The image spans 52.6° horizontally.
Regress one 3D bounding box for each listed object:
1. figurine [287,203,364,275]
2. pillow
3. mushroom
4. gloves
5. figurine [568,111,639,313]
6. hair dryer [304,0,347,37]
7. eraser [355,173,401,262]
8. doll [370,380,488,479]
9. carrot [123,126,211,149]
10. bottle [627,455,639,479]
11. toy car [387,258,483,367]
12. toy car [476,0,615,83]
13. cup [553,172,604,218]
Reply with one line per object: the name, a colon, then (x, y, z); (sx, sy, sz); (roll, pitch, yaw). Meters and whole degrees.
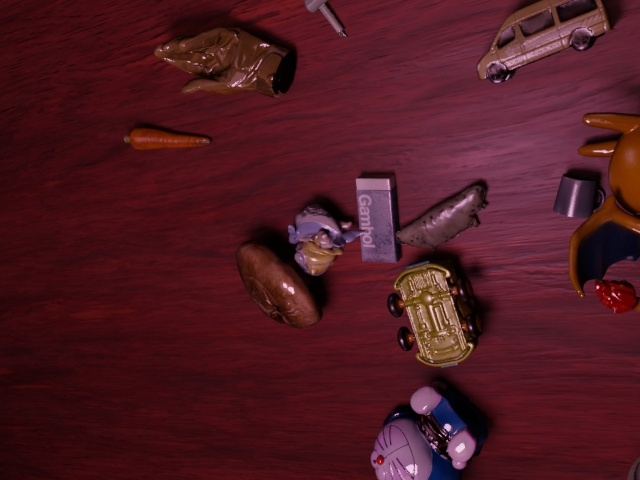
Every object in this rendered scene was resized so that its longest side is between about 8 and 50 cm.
figurine: (0.000, 0.000, 1.579); (0.208, 0.128, 0.184); (7, 117, 44)
pillow: (0.284, -0.037, 1.474); (0.241, 0.051, 0.093); (-33, 102, 29)
mushroom: (-0.104, 0.116, 1.636); (0.278, 0.146, 0.278); (45, 167, 14)
gloves: (-0.225, -0.421, 1.526); (0.331, 0.141, 0.154); (14, 142, 10)
figurine: (0.617, -0.053, 1.134); (0.268, 0.401, 0.387); (128, 138, -65)
hair dryer: (0.023, -0.502, 1.432); (0.063, 0.038, 0.124); (-34, 98, 32)
eraser: (0.138, -0.051, 1.545); (0.092, 0.046, 0.212); (2, 111, 26)
doll: (0.262, 0.525, 1.612); (0.310, 0.240, 0.284); (-51, 42, 19)
carrot: (-0.405, -0.272, 1.730); (0.256, 0.061, 0.061); (3, 111, 14)
bottle: (0.843, 0.613, 1.365); (0.229, 0.229, 0.352); (-34, 93, 32)
toy car: (0.276, 0.160, 1.506); (0.200, 0.142, 0.248); (-13, 94, 30)
toy car: (0.416, -0.394, 1.239); (0.256, 0.101, 0.124); (-17, 97, 29)
cup: (0.534, -0.092, 1.324); (0.100, 0.078, 0.077); (1, 109, -10)
